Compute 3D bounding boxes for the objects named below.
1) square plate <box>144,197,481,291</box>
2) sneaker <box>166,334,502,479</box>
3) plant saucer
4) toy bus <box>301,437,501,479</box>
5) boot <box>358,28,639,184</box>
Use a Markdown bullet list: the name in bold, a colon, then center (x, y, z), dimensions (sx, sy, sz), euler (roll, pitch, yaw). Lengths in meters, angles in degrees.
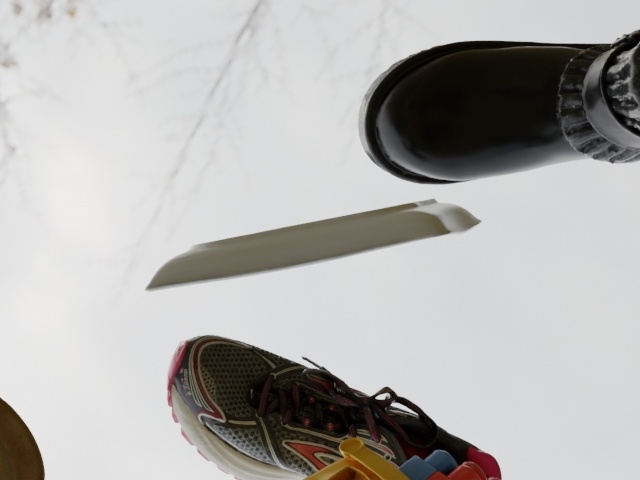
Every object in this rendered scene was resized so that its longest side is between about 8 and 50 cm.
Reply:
- **square plate**: center (0.000, 0.000, 2.185), dimensions (0.347, 0.344, 0.049), euler (-15, -87, -79)
- **sneaker**: center (0.013, 0.153, 1.560), dimensions (0.299, 0.112, 0.121), euler (26, -128, -13)
- **plant saucer**: center (-0.179, 0.109, 0.965), dimensions (0.083, 0.015, 0.083), euler (38, -152, -24)
- **toy bus**: center (0.062, 0.242, 1.352), dimensions (0.211, 0.149, 0.220), euler (-34, -145, -16)
- **boot**: center (0.226, -0.120, 1.662), dimensions (0.348, 0.131, 0.260), euler (-10, -171, -12)
